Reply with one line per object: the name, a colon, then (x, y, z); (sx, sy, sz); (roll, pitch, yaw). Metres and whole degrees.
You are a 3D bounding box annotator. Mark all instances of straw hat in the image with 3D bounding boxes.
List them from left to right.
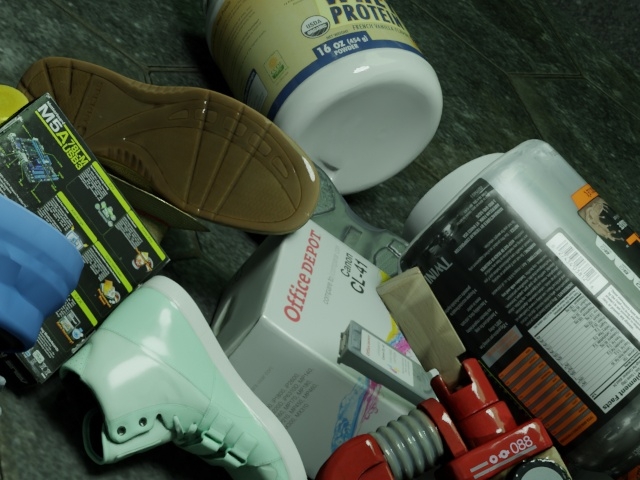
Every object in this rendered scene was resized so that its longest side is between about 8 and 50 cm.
straw hat: (-0.186, -0.016, 1.521); (0.144, 0.061, 0.144); (26, -6, 3)

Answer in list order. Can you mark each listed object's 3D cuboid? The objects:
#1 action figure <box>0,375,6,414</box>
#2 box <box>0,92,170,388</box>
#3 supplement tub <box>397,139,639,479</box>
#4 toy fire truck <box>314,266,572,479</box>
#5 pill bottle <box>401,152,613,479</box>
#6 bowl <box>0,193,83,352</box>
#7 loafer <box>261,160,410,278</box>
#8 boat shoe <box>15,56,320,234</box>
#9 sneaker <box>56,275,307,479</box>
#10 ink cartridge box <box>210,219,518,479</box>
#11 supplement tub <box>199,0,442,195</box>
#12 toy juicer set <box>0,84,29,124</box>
action figure: (-0.387, 0.129, 0.913); (0.370, 0.248, 0.275); (-7, 14, -26)
box: (-0.247, -0.001, 1.314); (0.191, 0.045, 0.184); (54, 48, -15)
supplement tub: (0.256, 0.081, 1.516); (0.338, 0.207, 0.207); (48, 27, 8)
toy fire truck: (0.082, 0.171, 1.343); (0.246, 0.217, 0.158); (63, -13, 11)
pill bottle: (0.278, 0.101, 1.772); (0.229, 0.229, 0.408); (0, 47, -52)
bowl: (-0.358, -0.016, 1.041); (0.391, 0.077, 0.391); (17, -13, 4)
loafer: (0.000, 0.000, 1.747); (0.302, 0.095, 0.109); (37, 57, 3)
boat shoe: (-0.147, -0.089, 1.559); (0.342, 0.123, 0.123); (19, -7, 17)
sneaker: (-0.124, 0.175, 1.323); (0.151, 0.094, 0.256); (-40, 101, -31)
ink cartridge box: (0.044, 0.141, 1.517); (0.306, 0.131, 0.226); (36, 27, -12)
supplement tub: (-0.010, -0.234, 1.907); (0.228, 0.228, 0.316); (12, 38, -43)
toy juicer set: (-0.438, -0.130, 1.379); (0.329, 0.089, 0.209); (34, 46, 15)
